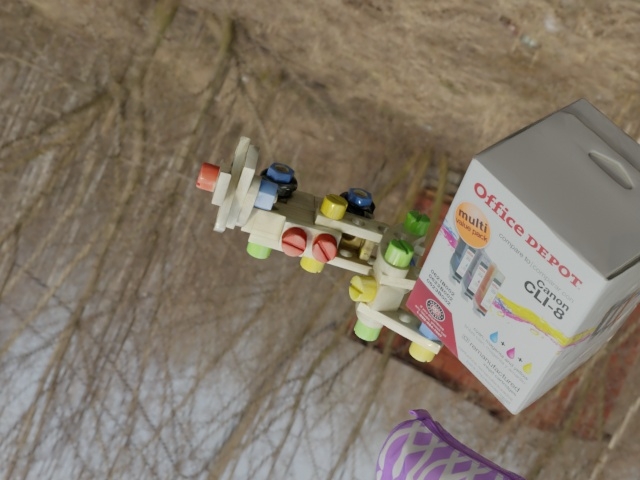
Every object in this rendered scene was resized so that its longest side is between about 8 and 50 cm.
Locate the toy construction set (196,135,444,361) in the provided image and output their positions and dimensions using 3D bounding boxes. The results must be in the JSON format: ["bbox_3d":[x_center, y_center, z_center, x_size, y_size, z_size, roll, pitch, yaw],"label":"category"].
[{"bbox_3d":[0.000,0.000,1.069,0.327,0.151,0.215,30,-155,-15],"label":"toy construction set"}]

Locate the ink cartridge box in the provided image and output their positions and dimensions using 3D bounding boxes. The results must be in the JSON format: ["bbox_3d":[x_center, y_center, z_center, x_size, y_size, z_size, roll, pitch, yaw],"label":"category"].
[{"bbox_3d":[0.168,0.012,0.696,0.127,0.176,0.128,-28,-118,-32],"label":"ink cartridge box"}]

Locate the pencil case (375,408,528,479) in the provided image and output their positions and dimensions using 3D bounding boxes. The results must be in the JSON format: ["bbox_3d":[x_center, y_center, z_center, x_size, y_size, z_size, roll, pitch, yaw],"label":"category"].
[{"bbox_3d":[0.133,0.214,0.763,0.086,0.088,0.206,4,-171,-38],"label":"pencil case"}]
